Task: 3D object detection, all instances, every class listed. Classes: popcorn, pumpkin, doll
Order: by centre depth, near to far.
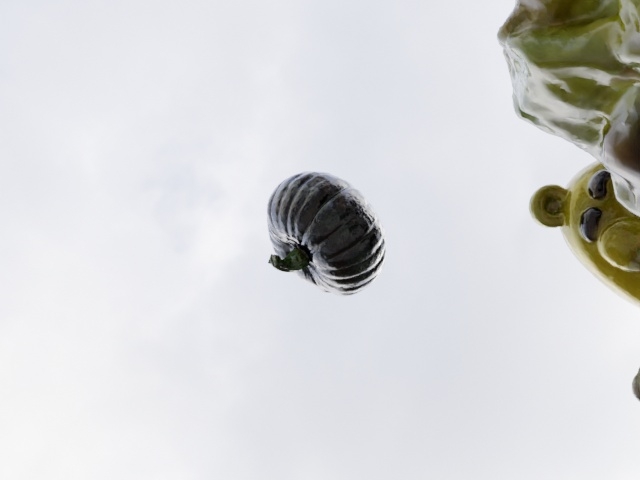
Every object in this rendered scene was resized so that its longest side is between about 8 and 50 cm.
[{"bbox_3d":[0.288,-0.182,0.623,0.312,0.312,0.312,-11,-57,-17],"label":"popcorn"},{"bbox_3d":[0.500,0.026,1.059,0.423,0.161,0.348,-20,-84,-4],"label":"doll"},{"bbox_3d":[0.009,-0.008,1.182,0.194,0.194,0.150,29,-94,-34],"label":"pumpkin"}]
